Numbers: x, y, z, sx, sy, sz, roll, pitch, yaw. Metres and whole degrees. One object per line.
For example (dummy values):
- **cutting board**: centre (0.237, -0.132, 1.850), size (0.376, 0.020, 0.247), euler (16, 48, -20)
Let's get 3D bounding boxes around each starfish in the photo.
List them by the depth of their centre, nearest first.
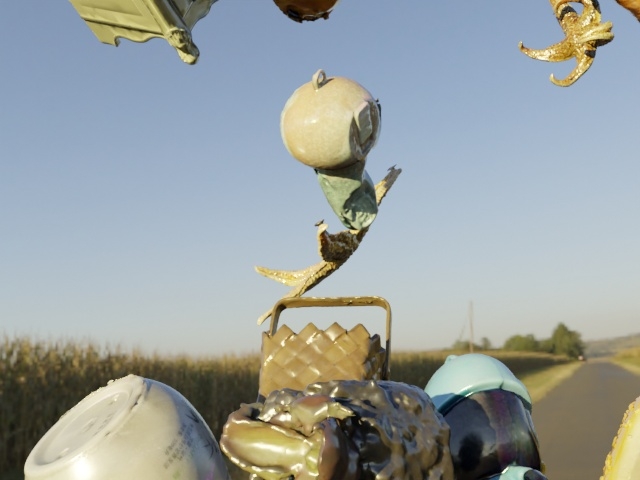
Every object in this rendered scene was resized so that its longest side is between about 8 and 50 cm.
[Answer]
- **starfish**: centre (0.420, -0.359, 1.268), size (0.074, 0.190, 0.146), euler (10, -41, -30)
- **starfish**: centre (0.006, 0.010, 1.688), size (0.398, 0.132, 0.384), euler (-39, -4, 27)

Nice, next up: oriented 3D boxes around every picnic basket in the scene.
- **picnic basket**: centre (0.011, 0.250, 1.460), size (0.254, 0.321, 0.291), euler (-2, -38, 12)

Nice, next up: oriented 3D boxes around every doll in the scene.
- **doll**: centre (0.209, 0.265, 0.917), size (0.141, 0.314, 0.177), euler (6, -52, -18)

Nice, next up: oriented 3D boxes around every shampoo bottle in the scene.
- **shampoo bottle**: centre (-0.278, 0.368, 1.105), size (0.273, 0.266, 0.273), euler (-29, 19, 11)

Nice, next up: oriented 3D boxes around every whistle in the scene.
- **whistle**: centre (0.026, -0.163, 1.356), size (0.189, 0.189, 0.348), euler (-6, -49, 14)

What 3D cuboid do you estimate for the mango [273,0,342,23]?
- **mango**: centre (-0.028, -0.575, 1.429), size (0.201, 0.287, 0.152), euler (-12, 10, -16)

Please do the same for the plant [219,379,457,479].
- **plant**: centre (0.017, 0.230, 0.736), size (0.234, 0.178, 0.204), euler (3, -12, -44)

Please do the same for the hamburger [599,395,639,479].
- **hamburger**: centre (0.447, 0.330, 0.967), size (0.151, 0.295, 0.227), euler (11, -37, 47)

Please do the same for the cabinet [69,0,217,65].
- **cabinet**: centre (-0.277, -0.492, 1.133), size (0.227, 0.290, 0.318), euler (15, -21, 25)

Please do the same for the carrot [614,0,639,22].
- **carrot**: centre (0.482, -0.415, 1.153), size (0.193, 0.087, 0.087), euler (23, -22, -23)
